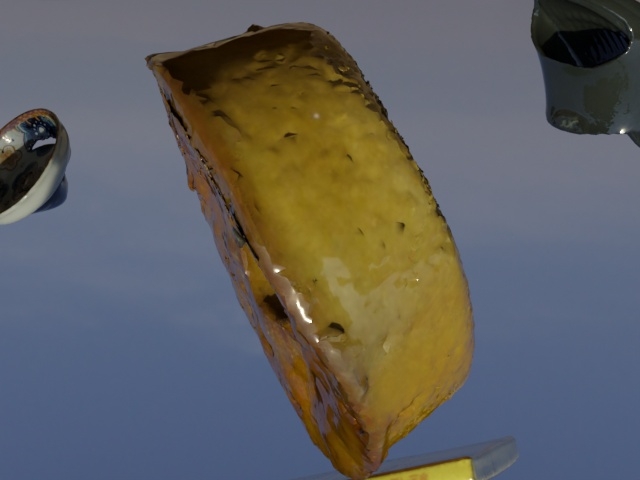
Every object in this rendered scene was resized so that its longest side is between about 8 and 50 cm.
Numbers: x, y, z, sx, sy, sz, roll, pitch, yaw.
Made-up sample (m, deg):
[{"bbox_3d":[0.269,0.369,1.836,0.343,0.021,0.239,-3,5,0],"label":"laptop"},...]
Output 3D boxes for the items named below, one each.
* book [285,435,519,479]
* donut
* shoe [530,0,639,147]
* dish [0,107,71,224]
[{"bbox_3d":[-0.052,0.191,0.921,0.374,0.028,0.262,-13,170,13],"label":"book"},{"bbox_3d":[0.000,-0.001,0.735,0.108,0.277,0.277,-25,-160,-7],"label":"donut"},{"bbox_3d":[0.239,-0.114,1.036,0.108,0.093,0.241,28,169,48],"label":"shoe"},{"bbox_3d":[-0.308,-0.065,1.378,0.141,0.141,0.078,18,164,47],"label":"dish"}]
